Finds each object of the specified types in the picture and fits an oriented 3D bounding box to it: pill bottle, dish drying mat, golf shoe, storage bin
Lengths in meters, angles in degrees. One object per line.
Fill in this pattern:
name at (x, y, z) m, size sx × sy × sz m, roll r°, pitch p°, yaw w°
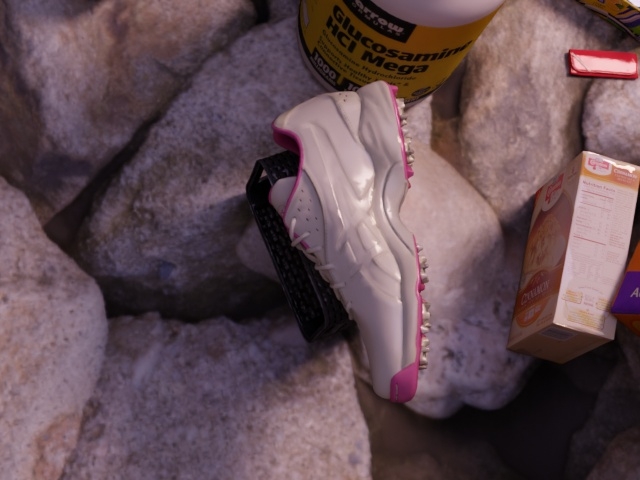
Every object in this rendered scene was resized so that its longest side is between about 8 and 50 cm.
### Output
pill bottle at (0.092, -0.270, 1.243) m, size 0.188 × 0.334 × 0.188 m, roll 3°, pitch 74°, yaw -10°
dish drying mat at (0.327, -0.204, 1.443) m, size 0.083 × 0.008 × 0.032 m, roll 2°, pitch 74°, yaw -11°
golf shoe at (0.027, 0.003, 1.155) m, size 0.140 × 0.115 × 0.306 m, roll -6°, pitch 70°, yaw -1°
storage bin at (0.000, 0.000, 1.262) m, size 0.084 × 0.122 × 0.180 m, roll -21°, pitch 80°, yaw -16°

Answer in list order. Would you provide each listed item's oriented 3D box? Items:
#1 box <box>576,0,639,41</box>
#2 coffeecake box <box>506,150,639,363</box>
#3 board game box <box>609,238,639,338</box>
box at (0.327, -0.302, 1.446) m, size 0.169 × 0.054 × 0.059 m, roll 33°, pitch 72°, yaw -2°
coffeecake box at (0.261, 0.021, 1.298) m, size 0.068 × 0.142 × 0.185 m, roll 16°, pitch 72°, yaw -6°
board game box at (0.573, 0.013, 1.189) m, size 0.356 × 0.356 × 0.356 m, roll 37°, pitch 69°, yaw -27°
